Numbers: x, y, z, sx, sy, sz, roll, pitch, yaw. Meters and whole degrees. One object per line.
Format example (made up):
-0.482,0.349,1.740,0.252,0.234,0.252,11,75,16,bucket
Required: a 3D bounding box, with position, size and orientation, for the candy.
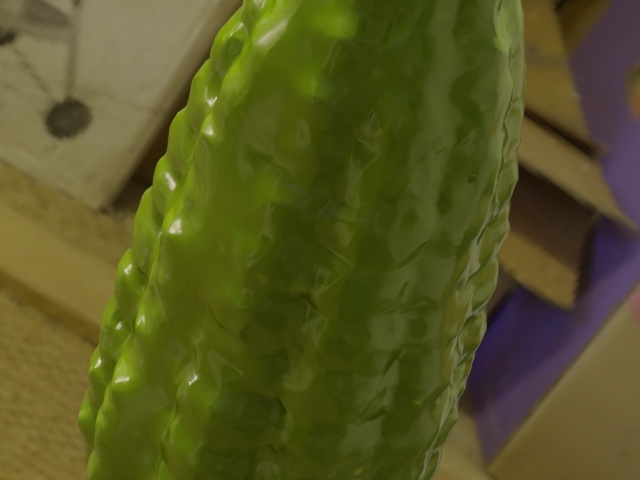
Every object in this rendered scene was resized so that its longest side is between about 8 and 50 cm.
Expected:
0.000,0.000,0.437,0.097,0.209,0.096,11,38,-9,candy
